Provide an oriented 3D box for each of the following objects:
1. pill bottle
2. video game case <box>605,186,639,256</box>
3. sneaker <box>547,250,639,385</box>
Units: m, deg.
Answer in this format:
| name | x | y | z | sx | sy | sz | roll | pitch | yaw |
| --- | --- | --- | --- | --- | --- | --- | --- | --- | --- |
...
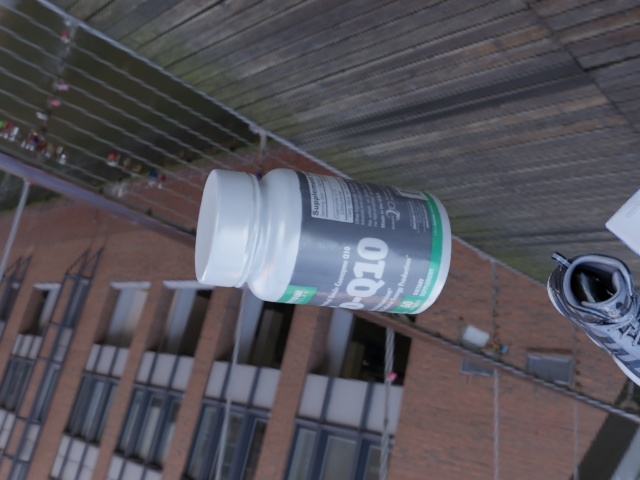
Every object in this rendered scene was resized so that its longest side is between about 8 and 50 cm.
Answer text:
| name | x | y | z | sx | sy | sz | roll | pitch | yaw |
| --- | --- | --- | --- | --- | --- | --- | --- | --- | --- |
| pill bottle | 0.000 | 0.000 | 1.018 | 0.361 | 0.204 | 0.204 | 7 | 167 | -19 |
| video game case | 0.418 | 0.050 | 0.652 | 0.244 | 0.061 | 0.269 | 47 | -157 | 24 |
| sneaker | 0.406 | 0.110 | 0.856 | 0.268 | 0.101 | 0.153 | 42 | -177 | 30 |
